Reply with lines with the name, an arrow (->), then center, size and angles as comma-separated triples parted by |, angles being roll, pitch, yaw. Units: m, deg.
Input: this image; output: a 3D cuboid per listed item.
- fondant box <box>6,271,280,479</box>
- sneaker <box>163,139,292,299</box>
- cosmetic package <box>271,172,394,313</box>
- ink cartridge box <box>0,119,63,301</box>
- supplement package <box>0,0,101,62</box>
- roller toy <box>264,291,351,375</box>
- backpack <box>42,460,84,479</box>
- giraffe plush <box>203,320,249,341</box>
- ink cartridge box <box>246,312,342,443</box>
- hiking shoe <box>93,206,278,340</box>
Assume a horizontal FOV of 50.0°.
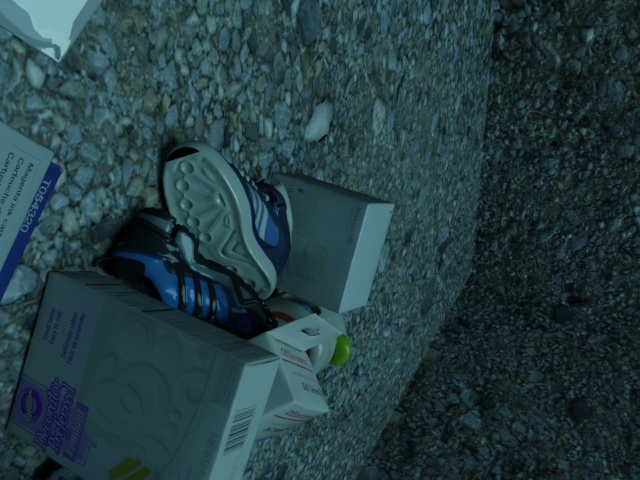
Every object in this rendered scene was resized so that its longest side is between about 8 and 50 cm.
fondant box -> -0.242, 0.205, 0.911 | 0.096, 0.330, 0.238 | 6, 103, -65
sneaker -> -0.147, -0.074, 1.198 | 0.236, 0.130, 0.322 | -78, 149, -53
cosmetic package -> 0.000, 0.000, 1.390 | 0.138, 0.225, 0.224 | -7, 114, -63
ink cartridge box -> -0.390, 0.025, 0.675 | 0.330, 0.071, 0.324 | 43, 67, -70
supplement package -> -0.252, -0.326, 0.579 | 0.204, 0.145, 0.262 | 34, 91, -43
roller toy -> -0.058, 0.205, 1.471 | 0.146, 0.209, 0.191 | -23, 90, -58
backpack -> -0.352, 0.384, 1.082 | 0.182, 0.115, 0.152 | -20, 128, -57
giraffe plush -> -0.208, 0.184, 1.191 | 0.170, 0.181, 0.210 | -55, -161, 28
ink cartridge box -> -0.121, 0.252, 1.082 | 0.353, 0.119, 0.207 | -27, 158, 7
hiking shoe -> -0.198, 0.087, 1.078 | 0.304, 0.113, 0.132 | 44, 74, -17
